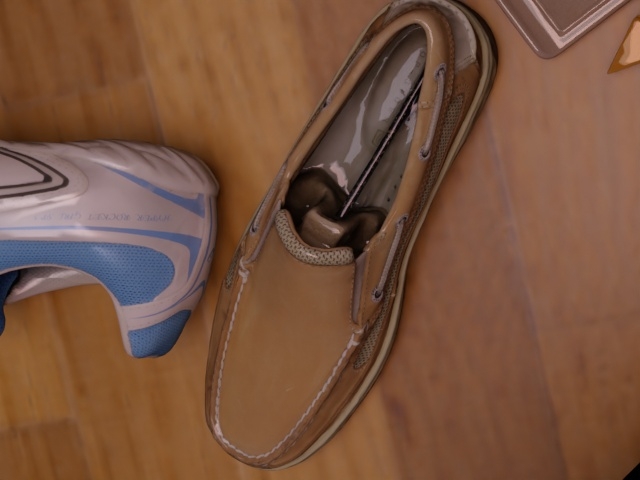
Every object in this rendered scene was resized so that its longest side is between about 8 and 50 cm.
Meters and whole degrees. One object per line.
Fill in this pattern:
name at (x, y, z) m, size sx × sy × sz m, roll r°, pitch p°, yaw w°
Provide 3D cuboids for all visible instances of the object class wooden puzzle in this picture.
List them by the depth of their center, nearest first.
wooden puzzle at (0.088, -0.109, 0.631) m, size 0.078 × 0.014 × 0.116 m, roll -30°, pitch 89°, yaw 13°

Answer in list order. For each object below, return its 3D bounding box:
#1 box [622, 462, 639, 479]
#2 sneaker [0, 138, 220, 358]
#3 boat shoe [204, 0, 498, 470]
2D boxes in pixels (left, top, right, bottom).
box at (0.230, 0.212, 0.464) m, size 0.395 × 0.293 × 0.212 m, roll 53°, pitch 132°, yaw 3°
sneaker at (-0.156, -0.011, 0.671) m, size 0.237 × 0.085 × 0.086 m, roll 11°, pitch 82°, yaw 13°
boat shoe at (0.000, 0.000, 0.639) m, size 0.068 × 0.072 × 0.190 m, roll 23°, pitch 103°, yaw 11°
